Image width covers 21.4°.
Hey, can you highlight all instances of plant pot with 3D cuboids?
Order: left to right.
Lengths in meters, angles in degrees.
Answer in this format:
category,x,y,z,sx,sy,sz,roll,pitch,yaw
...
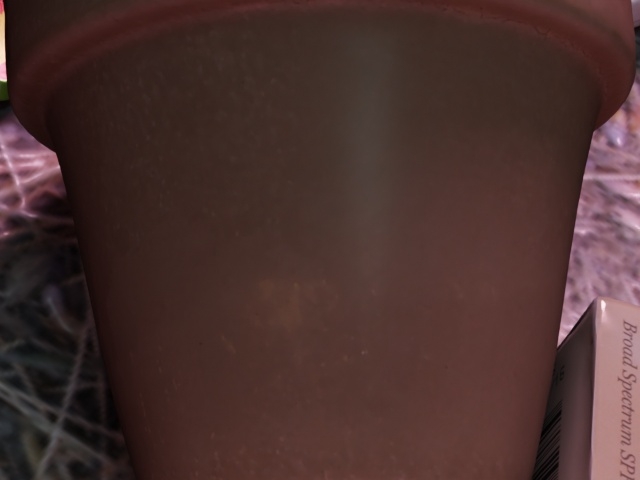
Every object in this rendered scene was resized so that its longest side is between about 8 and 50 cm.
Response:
category,x,y,z,sx,sy,sz,roll,pitch,yaw
plant pot,0.000,0.000,0.688,0.263,0.263,0.229,4,73,-16

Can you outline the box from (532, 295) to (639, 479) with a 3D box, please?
category,x,y,z,sx,sy,sz,roll,pitch,yaw
box,0.236,0.146,0.718,0.311,0.121,0.148,14,53,-8

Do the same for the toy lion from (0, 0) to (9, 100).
category,x,y,z,sx,sy,sz,roll,pitch,yaw
toy lion,-0.187,-0.099,0.810,0.100,0.034,0.096,38,47,10

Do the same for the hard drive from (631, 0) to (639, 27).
category,x,y,z,sx,sy,sz,roll,pitch,yaw
hard drive,0.115,-0.199,0.966,0.307,0.040,0.203,-23,66,-28
